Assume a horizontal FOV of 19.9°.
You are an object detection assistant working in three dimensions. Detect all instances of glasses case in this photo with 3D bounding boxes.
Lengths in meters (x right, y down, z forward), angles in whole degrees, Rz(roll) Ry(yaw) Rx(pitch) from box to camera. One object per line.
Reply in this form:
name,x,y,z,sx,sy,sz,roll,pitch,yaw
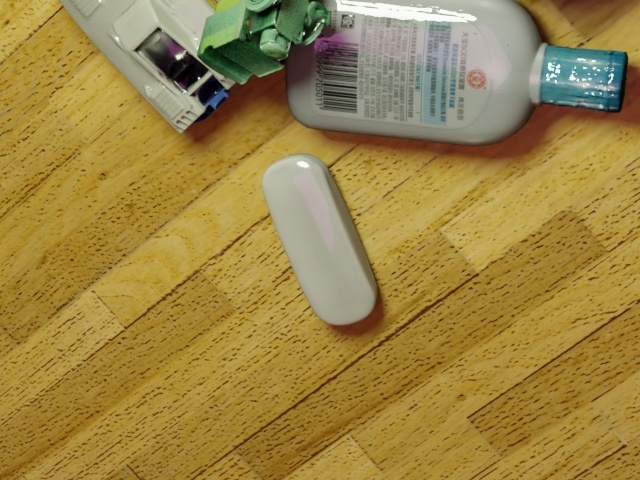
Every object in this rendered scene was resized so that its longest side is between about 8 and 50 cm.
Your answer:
glasses case,0.000,0.000,1.942,0.076,0.049,0.197,-17,107,21

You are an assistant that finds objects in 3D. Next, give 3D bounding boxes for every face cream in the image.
face cream,0.134,-0.174,1.813,0.337,0.080,0.163,6,112,13

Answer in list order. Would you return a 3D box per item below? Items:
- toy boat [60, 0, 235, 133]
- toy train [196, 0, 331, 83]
toy boat,-0.198,-0.250,1.870,0.129,0.088,0.295,-40,98,26
toy train,-0.046,-0.260,1.777,0.083,0.200,0.132,32,149,-33
